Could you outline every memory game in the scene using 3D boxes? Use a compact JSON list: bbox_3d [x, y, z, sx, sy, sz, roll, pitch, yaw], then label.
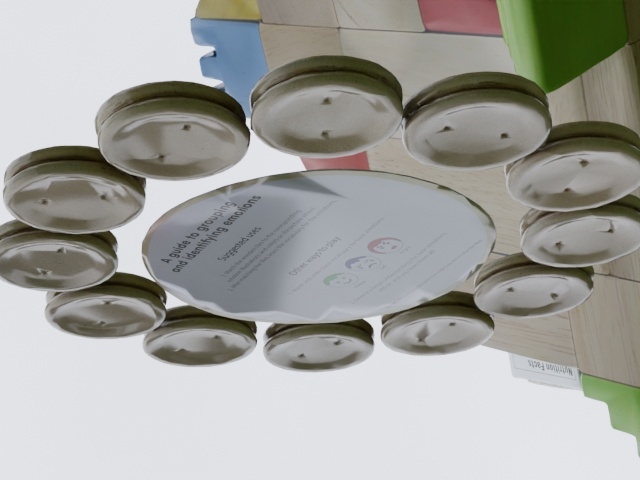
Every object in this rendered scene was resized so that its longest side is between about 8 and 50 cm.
[{"bbox_3d":[0.000,0.000,0.421,0.186,0.186,0.012,18,-123,-38],"label":"memory game"}]

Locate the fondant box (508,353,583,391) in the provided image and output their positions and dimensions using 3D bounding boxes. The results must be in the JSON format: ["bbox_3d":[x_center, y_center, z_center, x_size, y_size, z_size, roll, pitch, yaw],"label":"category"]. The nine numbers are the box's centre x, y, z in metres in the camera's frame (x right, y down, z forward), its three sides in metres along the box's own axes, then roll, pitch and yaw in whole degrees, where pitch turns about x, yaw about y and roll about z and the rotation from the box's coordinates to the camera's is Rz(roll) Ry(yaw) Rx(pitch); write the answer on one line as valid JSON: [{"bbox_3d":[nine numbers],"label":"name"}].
[{"bbox_3d":[0.245,-0.071,1.247,0.238,0.096,0.330,-19,-76,-31],"label":"fondant box"}]

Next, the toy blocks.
[{"bbox_3d":[0.050,-0.106,0.639,0.191,0.261,0.381,-32,-61,-36],"label":"toy blocks"}]
